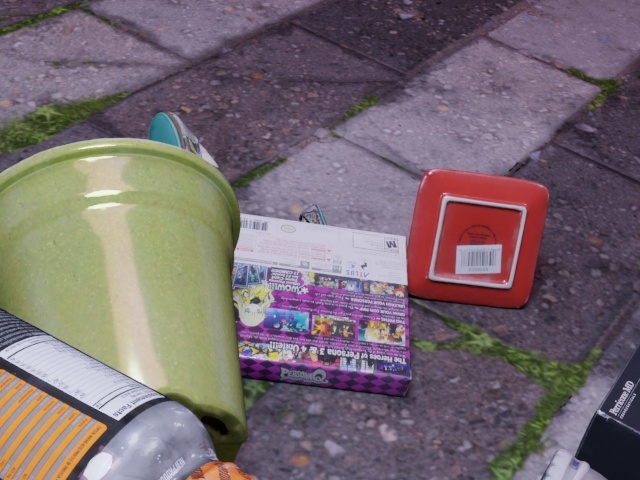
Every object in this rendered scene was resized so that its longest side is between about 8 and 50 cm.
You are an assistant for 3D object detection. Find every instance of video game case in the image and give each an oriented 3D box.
[{"bbox_3d":[-0.017,0.065,1.201,0.232,0.042,0.210,7,46,-6],"label":"video game case"}]

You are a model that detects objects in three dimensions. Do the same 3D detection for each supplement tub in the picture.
[{"bbox_3d":[-0.210,0.162,0.749,0.316,0.193,0.193,25,38,18],"label":"supplement tub"}]

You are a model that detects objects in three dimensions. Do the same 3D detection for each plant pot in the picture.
[{"bbox_3d":[-0.181,0.093,0.987,0.276,0.276,0.254,-3,50,-20],"label":"plant pot"}]

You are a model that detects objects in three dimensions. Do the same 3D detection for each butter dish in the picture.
[{"bbox_3d":[0.178,-0.011,1.322,0.160,0.160,0.118,7,13,-9],"label":"butter dish"}]

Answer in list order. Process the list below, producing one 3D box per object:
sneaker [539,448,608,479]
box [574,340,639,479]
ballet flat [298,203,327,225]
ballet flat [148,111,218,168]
[{"bbox_3d":[0.220,0.292,0.932,0.115,0.105,0.281,23,38,12],"label":"sneaker"},{"bbox_3d":[0.399,0.183,1.134,0.184,0.103,0.261,30,40,19],"label":"box"},{"bbox_3d":[0.000,0.000,1.332,0.041,0.041,0.114,-4,38,-21],"label":"ballet flat"},{"bbox_3d":[-0.161,-0.076,1.364,0.079,0.077,0.221,13,36,-31],"label":"ballet flat"}]
